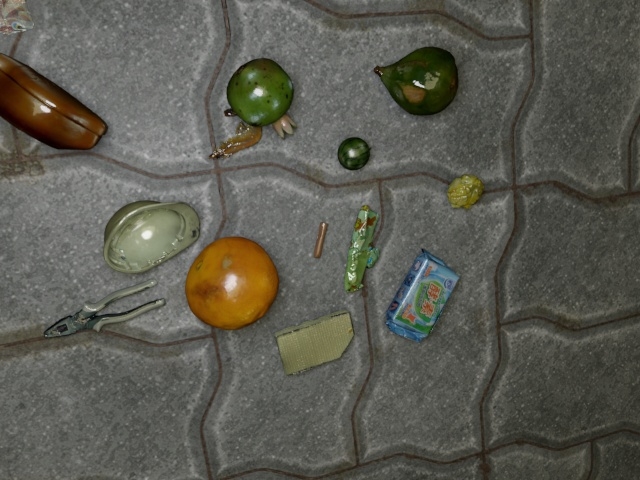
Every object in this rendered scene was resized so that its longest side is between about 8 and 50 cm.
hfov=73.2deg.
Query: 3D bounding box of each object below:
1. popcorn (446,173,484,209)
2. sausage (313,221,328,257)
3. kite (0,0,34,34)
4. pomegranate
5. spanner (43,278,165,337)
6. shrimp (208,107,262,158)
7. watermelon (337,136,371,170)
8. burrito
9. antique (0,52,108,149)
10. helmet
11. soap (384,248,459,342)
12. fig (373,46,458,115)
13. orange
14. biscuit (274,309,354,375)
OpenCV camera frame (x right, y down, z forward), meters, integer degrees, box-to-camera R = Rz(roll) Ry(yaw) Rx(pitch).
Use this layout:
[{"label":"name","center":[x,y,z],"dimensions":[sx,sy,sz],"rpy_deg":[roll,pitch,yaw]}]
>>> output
[{"label":"popcorn","center":[0.474,-0.158,1.396],"dimensions":[0.121,0.106,0.116],"rpy_deg":[-4,90,-13]},{"label":"sausage","center":[0.000,0.000,1.345],"dimensions":[0.026,0.026,0.116],"rpy_deg":[11,97,-15]},{"label":"kite","center":[-0.799,-0.629,1.059],"dimensions":[0.127,0.016,0.229],"rpy_deg":[-11,101,-15]},{"label":"pomegranate","center":[-0.147,-0.381,1.184],"dimensions":[0.187,0.187,0.225],"rpy_deg":[-43,131,-4]},{"label":"spanner","center":[-0.611,0.204,1.220],"dimensions":[0.325,0.040,0.095],"rpy_deg":[-20,102,-11]},{"label":"shrimp","center":[-0.257,-0.309,1.231],"dimensions":[0.178,0.034,0.124],"rpy_deg":[-28,101,-10]},{"label":"watermelon","center":[0.104,-0.262,1.292],"dimensions":[0.109,0.109,0.108],"rpy_deg":[-2,99,-13]},{"label":"burrito","center":[0.141,0.033,1.373],"dimensions":[0.104,0.054,0.287],"rpy_deg":[12,94,-17]},{"label":"antique","center":[-0.664,-0.316,1.032],"dimensions":[0.278,0.223,0.129],"rpy_deg":[36,90,-31]},{"label":"helmet","center":[-0.475,-0.040,1.169],"dimensions":[0.258,0.137,0.204],"rpy_deg":[-29,142,-24]},{"label":"soap","center":[0.336,0.188,1.429],"dimensions":[0.156,0.077,0.293],"rpy_deg":[27,92,-16]},{"label":"fig","center":[0.282,-0.478,1.277],"dimensions":[0.245,0.195,0.195],"rpy_deg":[24,93,19]},{"label":"orange","center":[-0.243,0.117,1.184],"dimensions":[0.261,0.261,0.261],"rpy_deg":[-2,99,-13]},{"label":"biscuit","center":[-0.012,0.322,1.378],"dimensions":[0.252,0.052,0.150],"rpy_deg":[-17,106,-9]}]
